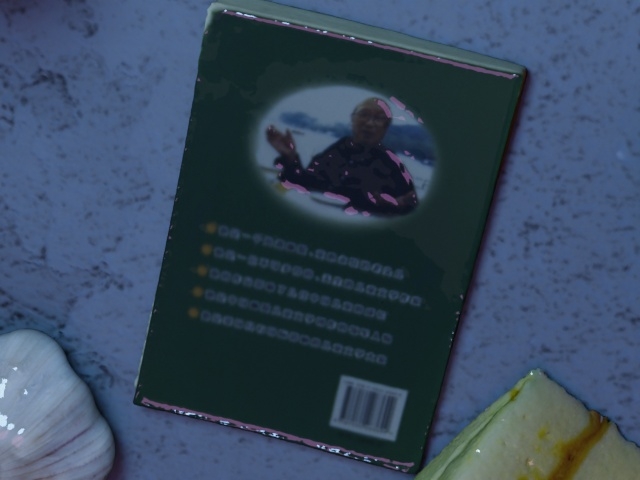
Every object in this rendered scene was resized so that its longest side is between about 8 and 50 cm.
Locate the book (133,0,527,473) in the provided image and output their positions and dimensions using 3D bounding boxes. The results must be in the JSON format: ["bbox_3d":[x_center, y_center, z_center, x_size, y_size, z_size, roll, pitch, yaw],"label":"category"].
[{"bbox_3d":[0.000,0.000,1.557,0.260,0.043,0.371,14,112,1],"label":"book"}]

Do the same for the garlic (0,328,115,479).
[{"bbox_3d":[-0.286,0.183,1.566,0.199,0.226,0.199,4,107,12],"label":"garlic"}]

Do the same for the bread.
[{"bbox_3d":[0.146,0.263,1.553,0.168,0.163,0.264,37,110,-12],"label":"bread"}]
